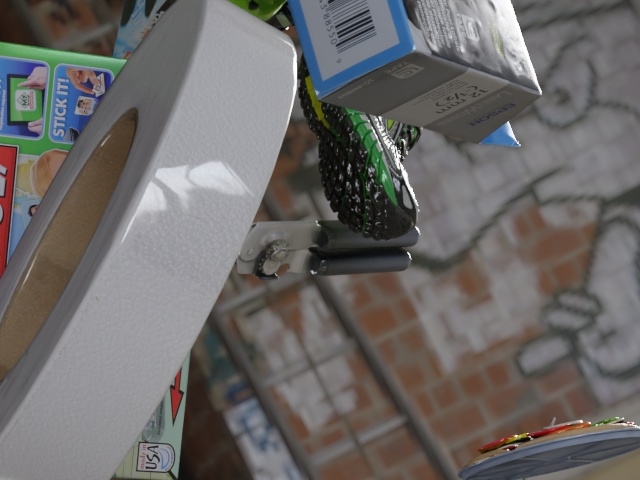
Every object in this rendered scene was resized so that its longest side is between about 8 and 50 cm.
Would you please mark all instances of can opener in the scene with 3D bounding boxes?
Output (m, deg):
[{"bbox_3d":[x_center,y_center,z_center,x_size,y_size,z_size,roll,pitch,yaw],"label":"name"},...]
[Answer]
[{"bbox_3d":[0.000,0.000,2.365,0.280,0.093,0.074,0,-59,-36],"label":"can opener"}]

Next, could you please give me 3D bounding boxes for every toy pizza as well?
[{"bbox_3d":[0.233,0.205,1.879,0.201,0.032,0.201,-11,-15,-3],"label":"toy pizza"}]

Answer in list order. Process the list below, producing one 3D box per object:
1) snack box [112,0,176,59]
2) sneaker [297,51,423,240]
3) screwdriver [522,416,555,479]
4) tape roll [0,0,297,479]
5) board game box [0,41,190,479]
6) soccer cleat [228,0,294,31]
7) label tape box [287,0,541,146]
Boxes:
[{"bbox_3d":[-0.147,-0.324,2.091,0.060,0.187,0.322,16,-19,-18],"label":"snack box"},{"bbox_3d":[0.073,-0.139,2.306,0.146,0.343,0.134,0,-45,-14],"label":"sneaker"},{"bbox_3d":[0.218,0.261,2.001,0.024,0.025,0.170,-9,-48,-56],"label":"screwdriver"},{"bbox_3d":[-0.141,0.022,1.209,0.392,0.072,0.392,-54,17,25],"label":"tape roll"},{"bbox_3d":[-0.199,0.016,1.418,0.213,0.317,0.046,6,-2,-20],"label":"board game box"},{"bbox_3d":[-0.029,-0.230,1.783,0.179,0.060,0.072,-21,-21,-35],"label":"soccer cleat"},{"bbox_3d":[0.098,-0.232,1.716,0.115,0.249,0.347,-26,-19,30],"label":"label tape box"}]
